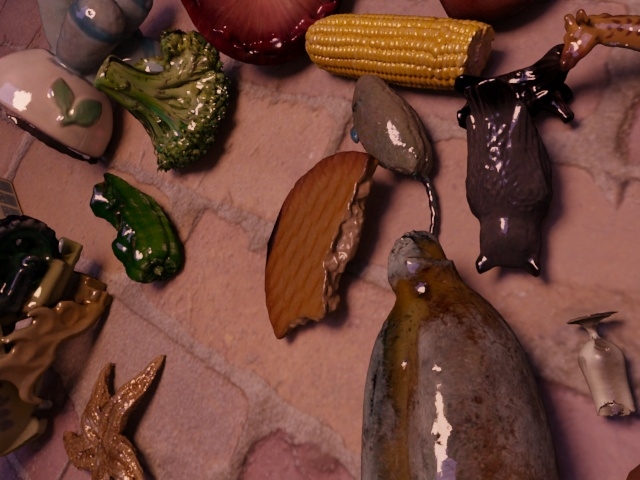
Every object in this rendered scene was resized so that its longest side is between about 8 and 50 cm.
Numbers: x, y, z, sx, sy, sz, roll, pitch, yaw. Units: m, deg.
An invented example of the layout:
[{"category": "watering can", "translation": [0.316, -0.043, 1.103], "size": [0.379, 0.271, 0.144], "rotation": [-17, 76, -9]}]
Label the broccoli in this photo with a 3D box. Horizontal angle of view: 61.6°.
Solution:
[{"category": "broccoli", "translation": [-0.237, -0.214, 0.796], "size": [0.194, 0.194, 0.220], "rotation": [35, 101, 38]}]

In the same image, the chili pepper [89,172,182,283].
[{"category": "chili pepper", "translation": [-0.298, -0.029, 0.846], "size": [0.253, 0.083, 0.099], "rotation": [43, 109, 41]}]

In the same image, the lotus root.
[{"category": "lotus root", "translation": [0.114, 0.147, 0.460], "size": [0.158, 0.140, 0.322], "rotation": [-34, 47, 51]}]

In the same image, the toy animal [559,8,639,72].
[{"category": "toy animal", "translation": [0.331, -0.136, 0.420], "size": [0.275, 0.054, 0.149], "rotation": [45, 106, 21]}]

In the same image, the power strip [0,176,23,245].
[{"category": "power strip", "translation": [-0.645, -0.027, 1.073], "size": [0.043, 0.106, 0.367], "rotation": [-51, 53, 14]}]

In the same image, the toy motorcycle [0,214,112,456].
[{"category": "toy motorcycle", "translation": [-0.476, 0.169, 0.806], "size": [0.168, 0.237, 0.410], "rotation": [20, 83, 23]}]

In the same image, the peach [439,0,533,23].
[{"category": "peach", "translation": [0.174, -0.309, 0.577], "size": [0.152, 0.152, 0.152], "rotation": [-13, 67, 32]}]

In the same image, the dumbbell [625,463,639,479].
[{"category": "dumbbell", "translation": [0.309, 0.218, 0.324], "size": [0.231, 0.092, 0.082], "rotation": [10, 110, 37]}]

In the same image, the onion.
[{"category": "onion", "translation": [-0.085, -0.366, 0.733], "size": [0.161, 0.248, 0.248], "rotation": [19, 85, 63]}]

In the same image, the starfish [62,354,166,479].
[{"category": "starfish", "translation": [-0.302, 0.286, 0.762], "size": [0.235, 0.062, 0.277], "rotation": [13, 86, 43]}]

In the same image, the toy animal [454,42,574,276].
[{"category": "toy animal", "translation": [0.180, -0.075, 0.500], "size": [0.121, 0.117, 0.210], "rotation": [-6, 68, 27]}]

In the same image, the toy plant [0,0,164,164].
[{"category": "toy plant", "translation": [-0.405, -0.329, 0.941], "size": [0.332, 0.247, 0.247], "rotation": [-53, 52, 3]}]

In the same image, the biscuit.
[{"category": "biscuit", "translation": [0.001, 0.000, 0.625], "size": [0.228, 0.031, 0.176], "rotation": [-45, 51, 32]}]

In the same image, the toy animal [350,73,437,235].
[{"category": "toy animal", "translation": [0.093, -0.077, 0.603], "size": [0.079, 0.070, 0.253], "rotation": [-43, 60, 60]}]

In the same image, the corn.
[{"category": "corn", "translation": [0.085, -0.228, 0.642], "size": [0.248, 0.081, 0.081], "rotation": [23, 87, 39]}]

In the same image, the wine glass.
[{"category": "wine glass", "translation": [0.236, 0.102, 0.445], "size": [0.042, 0.039, 0.083], "rotation": [-16, 67, 21]}]
